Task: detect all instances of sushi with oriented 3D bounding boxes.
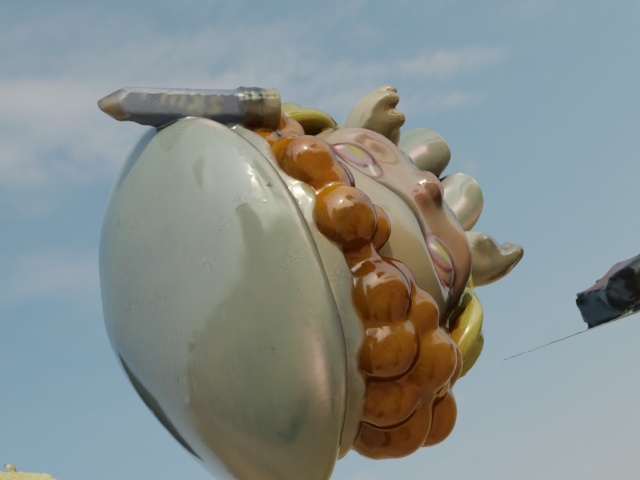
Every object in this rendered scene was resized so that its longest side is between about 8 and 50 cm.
[{"bbox_3d":[0.261,0.008,0.600,0.279,0.043,0.192,-15,-13,-27],"label":"sushi"}]

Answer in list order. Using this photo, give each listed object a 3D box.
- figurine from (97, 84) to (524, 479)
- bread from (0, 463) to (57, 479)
[{"bbox_3d":[0.018,0.026,0.575,0.205,0.225,0.382,-35,-14,28],"label":"figurine"},{"bbox_3d":[-0.324,0.288,0.853,0.141,0.178,0.266,-21,-25,30],"label":"bread"}]
